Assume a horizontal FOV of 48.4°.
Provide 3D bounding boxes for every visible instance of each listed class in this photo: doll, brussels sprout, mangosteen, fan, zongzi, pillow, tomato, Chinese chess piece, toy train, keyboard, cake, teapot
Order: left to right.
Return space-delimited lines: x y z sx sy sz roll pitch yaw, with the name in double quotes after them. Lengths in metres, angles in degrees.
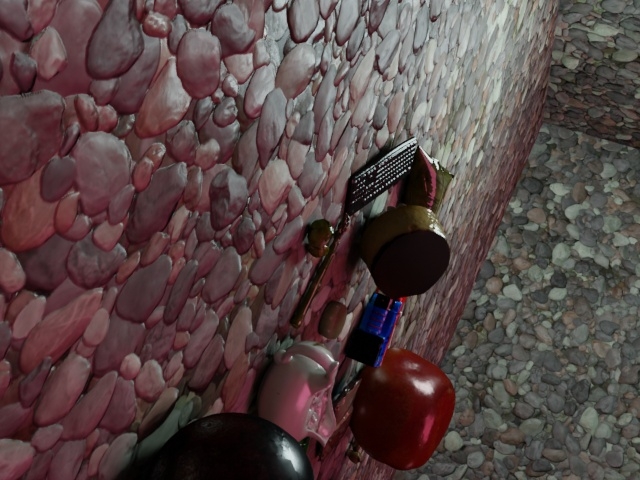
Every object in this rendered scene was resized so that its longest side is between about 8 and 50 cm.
-0.142 0.394 1.015 0.300 0.300 0.300 -52 154 -38 "mangosteen"
-0.033 0.289 1.355 0.204 0.139 0.298 -53 155 -32 "teapot"
-0.001 0.001 1.286 0.051 0.046 0.083 -43 149 -39 "brussels sprout"
0.028 0.174 1.552 0.084 0.034 0.084 -51 151 -43 "Chinese chess piece"
0.043 0.471 1.869 0.135 0.049 0.248 -45 153 -47 "pillow"
0.063 0.323 1.830 0.113 0.005 0.175 -37 143 -59 "fan"
0.116 0.650 2.232 0.093 0.051 0.061 -59 -174 -19 "doll"
0.147 0.221 1.826 0.204 0.083 0.131 -71 161 -2 "toy train"
0.156 -0.161 1.538 0.381 0.041 0.103 -44 149 -49 "keyboard"
0.173 0.004 1.600 0.185 0.178 0.207 19 113 -31 "cake"
0.228 0.471 2.019 0.325 0.293 0.289 -19 140 -54 "tomato"
0.235 -0.109 1.724 0.204 0.094 0.204 -68 156 -3 "zongzi"

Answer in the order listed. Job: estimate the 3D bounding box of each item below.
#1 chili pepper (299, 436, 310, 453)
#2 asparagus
-0.031 0.406 1.594 0.216 0.062 0.108 -57 164 -30 "chili pepper"
0.003 0.058 1.387 0.024 0.025 0.248 33 75 -26 "asparagus"
